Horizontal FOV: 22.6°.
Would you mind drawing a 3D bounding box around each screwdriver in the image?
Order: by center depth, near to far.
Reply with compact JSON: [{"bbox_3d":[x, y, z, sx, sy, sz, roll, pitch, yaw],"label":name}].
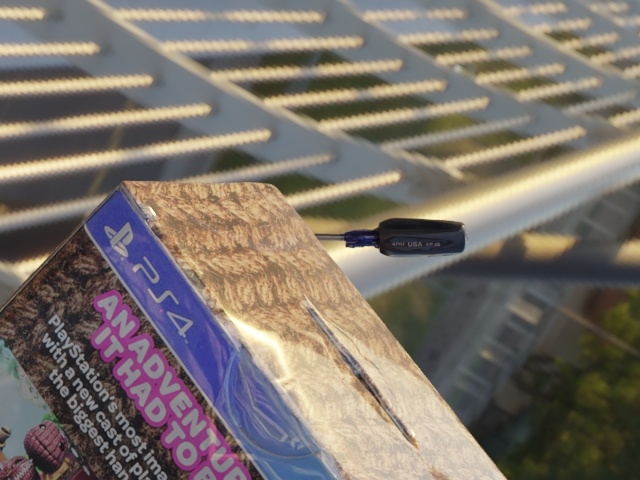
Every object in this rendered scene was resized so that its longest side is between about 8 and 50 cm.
[{"bbox_3d":[0.000,0.000,0.925,0.025,0.170,0.024,80,10,-50],"label":"screwdriver"}]

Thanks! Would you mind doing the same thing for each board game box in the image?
[{"bbox_3d":[-0.082,0.152,0.746,0.291,0.232,0.141,-43,164,20],"label":"board game box"}]
